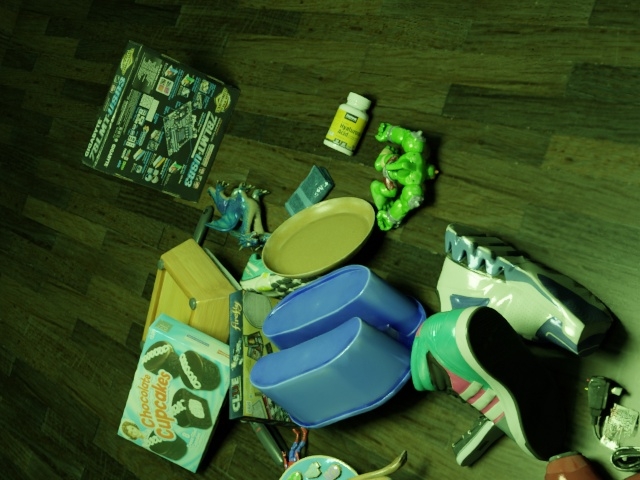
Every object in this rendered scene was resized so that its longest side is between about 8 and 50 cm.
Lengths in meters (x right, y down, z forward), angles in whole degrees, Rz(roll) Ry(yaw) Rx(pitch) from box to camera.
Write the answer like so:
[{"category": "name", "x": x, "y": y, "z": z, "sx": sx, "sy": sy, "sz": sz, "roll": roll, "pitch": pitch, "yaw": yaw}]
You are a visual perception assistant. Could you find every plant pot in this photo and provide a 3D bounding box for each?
[{"category": "plant pot", "x": 0.000, "y": 0.000, "z": 1.790, "sx": 0.236, "sy": 0.032, "sz": 0.236, "roll": -20, "pitch": 32, "yaw": 13}]

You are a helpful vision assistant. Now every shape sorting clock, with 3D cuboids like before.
[{"category": "shape sorting clock", "x": 0.003, "y": 0.488, "z": 1.658, "sx": 0.206, "sy": 0.040, "sz": 0.206, "roll": -1, "pitch": 89, "yaw": 30}]

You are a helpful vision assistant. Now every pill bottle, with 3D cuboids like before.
[{"category": "pill bottle", "x": 0.057, "y": -0.235, "z": 1.865, "sx": 0.065, "sy": 0.065, "sz": 0.116, "roll": 29, "pitch": 98, "yaw": 46}]

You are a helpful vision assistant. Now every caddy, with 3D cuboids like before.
[{"category": "caddy", "x": 0.038, "y": 0.198, "z": 1.664, "sx": 0.341, "sy": 0.179, "sz": 0.241, "roll": -26, "pitch": 35, "yaw": 37}]

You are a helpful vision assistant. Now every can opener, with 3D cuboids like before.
[{"category": "can opener", "x": -0.108, "y": 0.371, "z": 1.829, "sx": 0.073, "sy": 0.059, "sz": 0.186, "roll": -50, "pitch": 47, "yaw": 21}]

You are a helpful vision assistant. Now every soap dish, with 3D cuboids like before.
[{"category": "soap dish", "x": -0.277, "y": 0.176, "z": 1.970, "sx": 0.229, "sy": 0.118, "sz": 0.291, "roll": 44, "pitch": 126, "yaw": 44}]

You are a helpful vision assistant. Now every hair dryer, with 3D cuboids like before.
[{"category": "hair dryer", "x": 0.418, "y": 0.346, "z": 1.296, "sx": 0.223, "sy": 0.080, "sz": 0.293, "roll": 20, "pitch": 91, "yaw": 46}]

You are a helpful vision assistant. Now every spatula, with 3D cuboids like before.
[{"category": "spatula", "x": -0.301, "y": 0.059, "z": 2.149, "sx": 0.084, "sy": 0.030, "sz": 0.296, "roll": 14, "pitch": 86, "yaw": 46}]

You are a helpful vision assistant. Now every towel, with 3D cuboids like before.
[{"category": "towel", "x": -0.025, "y": -0.094, "z": 1.925, "sx": 0.119, "sy": 0.029, "sz": 0.067, "roll": -49, "pitch": 48, "yaw": 21}]

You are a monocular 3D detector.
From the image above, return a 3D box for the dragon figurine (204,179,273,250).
[{"category": "dragon figurine", "x": -0.194, "y": -0.052, "z": 2.040, "sx": 0.289, "sy": 0.085, "sz": 0.144, "roll": 9, "pitch": 83, "yaw": 45}]

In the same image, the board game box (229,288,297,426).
[{"category": "board game box", "x": -0.103, "y": 0.230, "z": 1.796, "sx": 0.042, "sy": 0.165, "sz": 0.243, "roll": -20, "pitch": 62, "yaw": 39}]

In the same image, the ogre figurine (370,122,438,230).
[{"category": "ogre figurine", "x": 0.148, "y": -0.123, "z": 1.717, "sx": 0.118, "sy": 0.097, "sz": 0.197, "roll": -7, "pitch": 60, "yaw": 56}]

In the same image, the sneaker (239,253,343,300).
[{"category": "sneaker", "x": -0.064, "y": 0.056, "z": 1.867, "sx": 0.275, "sy": 0.107, "sz": 0.110, "roll": -7, "pitch": 62, "yaw": 44}]

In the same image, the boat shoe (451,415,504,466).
[{"category": "boat shoe", "x": 0.261, "y": 0.304, "z": 1.491, "sx": 0.142, "sy": 0.049, "sz": 0.040, "roll": -52, "pitch": 46, "yaw": 23}]

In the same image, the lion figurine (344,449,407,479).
[{"category": "lion figurine", "x": 0.051, "y": 0.551, "z": 1.554, "sx": 0.240, "sy": 0.142, "sz": 0.392, "roll": -11, "pitch": 66, "yaw": 40}]

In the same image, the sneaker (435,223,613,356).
[{"category": "sneaker", "x": 0.297, "y": 0.119, "z": 1.479, "sx": 0.315, "sy": 0.127, "sz": 0.182, "roll": 37, "pitch": 115, "yaw": 41}]

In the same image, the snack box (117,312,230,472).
[{"category": "snack box", "x": -0.286, "y": 0.313, "z": 1.876, "sx": 0.060, "sy": 0.187, "sz": 0.322, "roll": -58, "pitch": -8, "yaw": -55}]

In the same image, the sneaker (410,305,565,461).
[{"category": "sneaker", "x": 0.235, "y": 0.215, "z": 1.403, "sx": 0.178, "sy": 0.295, "sz": 0.124, "roll": -2, "pitch": 39, "yaw": 52}]

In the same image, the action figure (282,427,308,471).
[{"category": "action figure", "x": -0.051, "y": 0.411, "z": 1.758, "sx": 0.038, "sy": 0.030, "sz": 0.115, "roll": -17, "pitch": 48, "yaw": 36}]

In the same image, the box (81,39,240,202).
[{"category": "box", "x": -0.358, "y": -0.264, "z": 2.127, "sx": 0.073, "sy": 0.293, "sz": 0.295, "roll": 26, "pitch": 96, "yaw": 45}]
